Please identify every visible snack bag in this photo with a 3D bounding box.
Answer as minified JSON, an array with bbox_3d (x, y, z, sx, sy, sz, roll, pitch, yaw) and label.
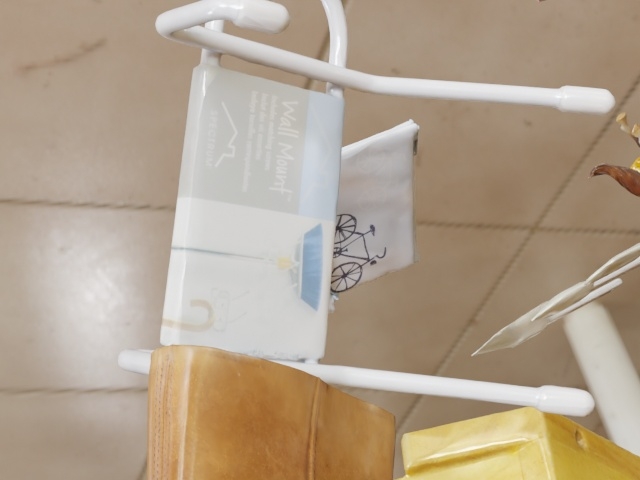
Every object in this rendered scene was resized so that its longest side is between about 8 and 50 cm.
[{"bbox_3d":[0.000,0.000,1.766,0.342,0.037,0.323,-21,140,-13],"label":"snack bag"}]

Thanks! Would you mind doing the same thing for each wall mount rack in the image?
[{"bbox_3d":[0.032,-0.010,0.756,0.304,0.350,0.130,8,175,-37],"label":"wall mount rack"}]

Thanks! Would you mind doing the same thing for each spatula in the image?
[{"bbox_3d":[0.242,0.032,1.039,0.242,0.019,0.168,-20,160,-49],"label":"spatula"}]

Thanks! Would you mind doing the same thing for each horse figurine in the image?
[{"bbox_3d":[0.458,-0.091,1.459,0.174,0.066,0.263,49,148,-19],"label":"horse figurine"}]

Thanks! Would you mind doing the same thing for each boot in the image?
[{"bbox_3d":[0.010,0.212,0.552,0.264,0.280,0.096,26,140,-32],"label":"boot"}]

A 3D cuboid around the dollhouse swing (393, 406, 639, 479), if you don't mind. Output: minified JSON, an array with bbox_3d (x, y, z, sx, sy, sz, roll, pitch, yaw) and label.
[{"bbox_3d":[0.116,0.355,0.933,0.305,0.347,0.315,-28,142,29],"label":"dollhouse swing"}]

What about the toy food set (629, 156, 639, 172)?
[{"bbox_3d":[0.543,-0.156,1.718,0.232,0.104,0.111,-59,164,15],"label":"toy food set"}]
